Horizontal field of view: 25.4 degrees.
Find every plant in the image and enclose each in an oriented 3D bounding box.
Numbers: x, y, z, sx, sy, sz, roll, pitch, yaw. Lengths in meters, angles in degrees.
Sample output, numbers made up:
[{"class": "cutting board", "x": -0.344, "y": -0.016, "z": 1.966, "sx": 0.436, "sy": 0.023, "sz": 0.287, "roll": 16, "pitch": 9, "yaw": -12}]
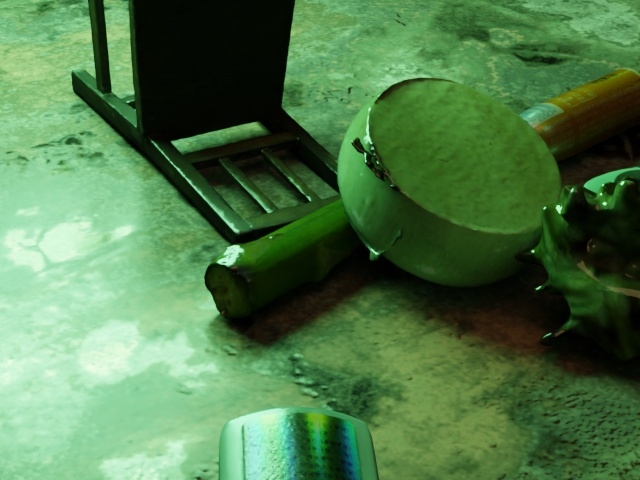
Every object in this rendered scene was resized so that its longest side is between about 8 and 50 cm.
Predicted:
[{"class": "plant", "x": 0.338, "y": 0.035, "z": 1.370, "sx": 0.251, "sy": 0.180, "sz": 0.333, "roll": -2, "pitch": -9, "yaw": 23}]

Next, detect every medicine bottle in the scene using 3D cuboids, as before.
[{"class": "medicine bottle", "x": -0.013, "y": 0.219, "z": 1.032, "sx": 0.121, "sy": 0.083, "sz": 0.229, "roll": 2, "pitch": 31, "yaw": -6}]

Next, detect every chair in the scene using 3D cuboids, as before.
[{"class": "chair", "x": -0.115, "y": -0.207, "z": 1.552, "sx": 0.203, "sy": 0.241, "sz": 0.416, "roll": -15, "pitch": 36, "yaw": -29}]

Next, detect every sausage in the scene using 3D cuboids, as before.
[{"class": "sausage", "x": 0.287, "y": -0.135, "z": 1.628, "sx": 0.234, "sy": 0.071, "sz": 0.071, "roll": -24, "pitch": 41, "yaw": -36}]

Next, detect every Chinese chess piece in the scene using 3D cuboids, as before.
[{"class": "Chinese chess piece", "x": 0.125, "y": -0.059, "z": 1.411, "sx": 0.237, "sy": 0.092, "sz": 0.238, "roll": 15, "pitch": 46, "yaw": -16}]

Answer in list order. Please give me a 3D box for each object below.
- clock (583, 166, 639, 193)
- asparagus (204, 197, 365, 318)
[{"class": "clock", "x": 0.352, "y": -0.039, "z": 1.508, "sx": 0.135, "sy": 0.041, "sz": 0.101, "roll": -16, "pitch": 36, "yaw": -29}, {"class": "asparagus", "x": 0.001, "y": -0.001, "z": 1.404, "sx": 0.067, "sy": 0.060, "sz": 0.277, "roll": 28, "pitch": 40, "yaw": 31}]
